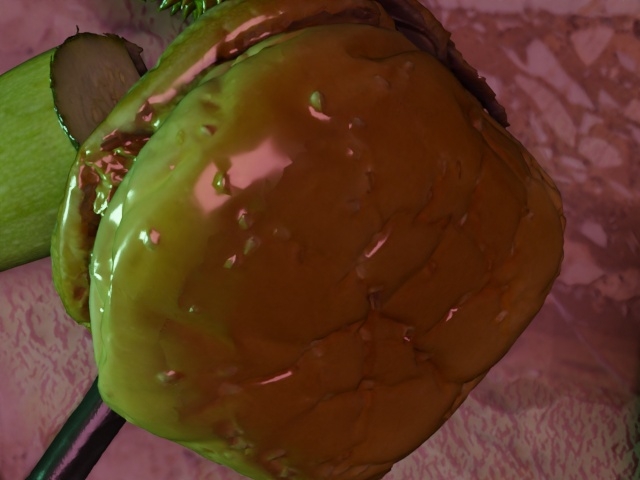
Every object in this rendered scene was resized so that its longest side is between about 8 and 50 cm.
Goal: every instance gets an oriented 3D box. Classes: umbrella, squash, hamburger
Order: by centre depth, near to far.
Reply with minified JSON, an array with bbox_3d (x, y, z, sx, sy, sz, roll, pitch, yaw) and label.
[{"bbox_3d":[0.000,0.000,0.668,0.319,0.158,0.318,-18,127,-25],"label":"hamburger"},{"bbox_3d":[-0.229,-0.030,0.710,0.288,0.137,0.137,-21,94,-4],"label":"squash"},{"bbox_3d":[-0.153,0.126,0.769,0.036,0.031,0.133,37,86,-32],"label":"umbrella"}]

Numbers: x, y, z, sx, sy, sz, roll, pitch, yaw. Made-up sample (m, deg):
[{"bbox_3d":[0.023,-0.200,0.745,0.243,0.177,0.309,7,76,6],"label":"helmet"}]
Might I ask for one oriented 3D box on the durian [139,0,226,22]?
[{"bbox_3d":[-0.046,-0.237,0.686,0.177,0.200,0.236,27,84,1],"label":"durian"}]
